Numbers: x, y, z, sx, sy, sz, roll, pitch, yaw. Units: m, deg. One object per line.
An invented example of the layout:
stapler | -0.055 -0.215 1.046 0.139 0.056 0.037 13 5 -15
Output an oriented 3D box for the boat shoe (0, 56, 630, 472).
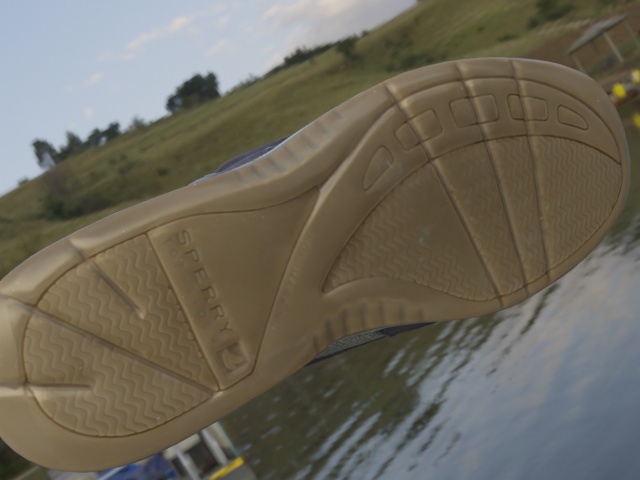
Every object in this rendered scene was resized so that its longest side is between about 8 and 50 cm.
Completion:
boat shoe | 0.000 0.000 0.377 0.285 0.102 0.092 -25 10 -24
